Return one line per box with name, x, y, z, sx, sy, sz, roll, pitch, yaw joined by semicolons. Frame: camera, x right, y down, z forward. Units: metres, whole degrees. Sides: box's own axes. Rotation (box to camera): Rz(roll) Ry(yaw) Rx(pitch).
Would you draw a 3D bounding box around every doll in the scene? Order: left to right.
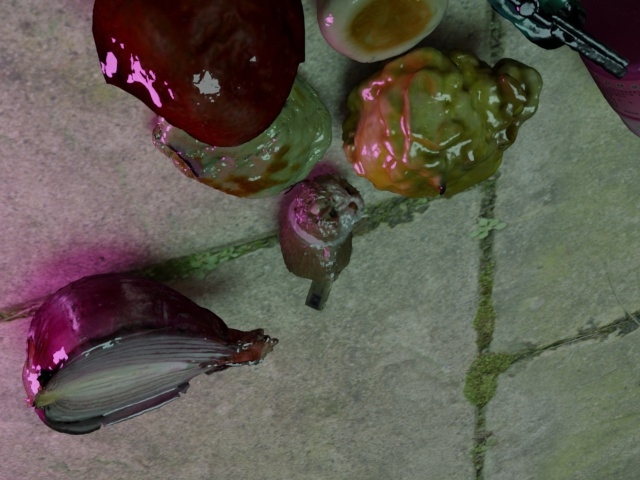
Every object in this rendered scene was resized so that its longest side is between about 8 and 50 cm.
doll;0.001;-0.003;1.797;0.115;0.105;0.221;16;141;11

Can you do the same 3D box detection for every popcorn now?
popcorn;0.153;-0.142;1.635;0.266;0.192;0.233;-22;157;32

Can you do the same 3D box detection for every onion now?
onion;-0.247;0.127;1.794;0.349;0.159;0.267;-10;152;-27

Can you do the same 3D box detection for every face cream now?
face cream;0.434;-0.239;1.676;0.175;0.175;0.195;-32;139;12

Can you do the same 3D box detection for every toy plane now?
toy plane;0.202;-0.319;1.496;0.106;0.155;0.382;-39;123;20

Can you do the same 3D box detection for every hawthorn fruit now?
hawthorn fruit;-0.113;-0.245;1.402;0.230;0.210;0.266;34;82;-22

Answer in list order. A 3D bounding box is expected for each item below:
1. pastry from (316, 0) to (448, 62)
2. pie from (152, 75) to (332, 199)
pastry;0.069;-0.280;1.520;0.156;0.092;0.156;-11;139;-10
pie;-0.101;-0.133;1.610;0.201;0.090;0.248;-35;136;18
